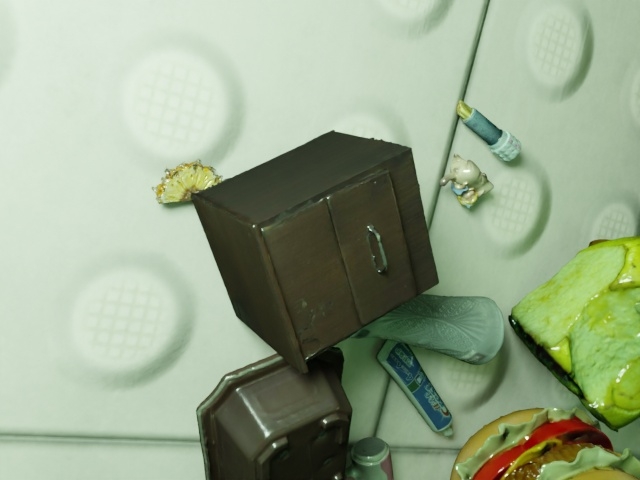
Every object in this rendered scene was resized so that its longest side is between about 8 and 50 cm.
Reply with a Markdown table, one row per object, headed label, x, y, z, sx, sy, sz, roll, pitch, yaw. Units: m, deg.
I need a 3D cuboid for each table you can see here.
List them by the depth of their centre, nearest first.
| label | x | y | z | sx | sy | sz | roll | pitch | yaw |
| --- | --- | --- | --- | --- | --- | --- | --- | --- | --- |
| table | 0.000 | 0.000 | 0.705 | 0.193 | 0.172 | 0.169 | -27 | 117 | -23 |

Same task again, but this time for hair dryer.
| label | x | y | z | sx | sy | sz | roll | pitch | yaw |
| --- | --- | --- | --- | --- | --- | --- | --- | --- | --- |
| hair dryer | 0.026 | 0.336 | 0.874 | 0.154 | 0.054 | 0.106 | -14 | 111 | -16 |

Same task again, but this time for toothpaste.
| label | x | y | z | sx | sy | sz | roll | pitch | yaw |
| --- | --- | --- | --- | --- | --- | --- | --- | --- | --- |
| toothpaste | 0.138 | 0.210 | 0.911 | 0.057 | 0.035 | 0.197 | -49 | 118 | -30 |

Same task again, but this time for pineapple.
| label | x | y | z | sx | sy | sz | roll | pitch | yaw |
| --- | --- | --- | --- | --- | --- | --- | --- | --- | --- |
| pineapple | -0.142 | -0.065 | 0.711 | 0.083 | 0.019 | 0.045 | -11 | 111 | -27 |

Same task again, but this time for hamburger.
| label | x | y | z | sx | sy | sz | roll | pitch | yaw |
| --- | --- | --- | --- | --- | --- | --- | --- | --- | --- |
| hamburger | 0.315 | 0.365 | 0.932 | 0.274 | 0.212 | 0.274 | -7 | 115 | -16 |

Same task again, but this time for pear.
| label | x | y | z | sx | sy | sz | roll | pitch | yaw |
| --- | --- | --- | --- | --- | --- | --- | --- | --- | --- |
| pear | 0.450 | 0.130 | 0.942 | 0.255 | 0.164 | 0.238 | -42 | 107 | 7 |

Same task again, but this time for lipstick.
| label | x | y | z | sx | sy | sz | roll | pitch | yaw |
| --- | --- | --- | --- | --- | --- | --- | --- | --- | --- |
| lipstick | 0.224 | -0.152 | 0.888 | 0.116 | 0.037 | 0.037 | 31 | 84 | -24 |

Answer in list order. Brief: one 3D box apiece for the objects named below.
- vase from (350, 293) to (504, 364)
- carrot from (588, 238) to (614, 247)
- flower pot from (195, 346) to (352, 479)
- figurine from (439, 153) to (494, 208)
| label | x | y | z | sx | sy | sz | roll | pitch | yaw |
| --- | --- | --- | --- | --- | --- | --- | --- | --- | --- |
| vase | 0.128 | 0.104 | 0.853 | 0.219 | 0.096 | 0.096 | 13 | 94 | -27 |
| carrot | 0.470 | 0.125 | 1.059 | 0.070 | 0.070 | 0.260 | -20 | 110 | -24 |
| flower pot | -0.037 | 0.240 | 0.737 | 0.179 | 0.084 | 0.251 | -19 | 133 | -25 |
| figurine | 0.197 | -0.077 | 0.885 | 0.083 | 0.047 | 0.050 | 36 | 97 | -36 |
